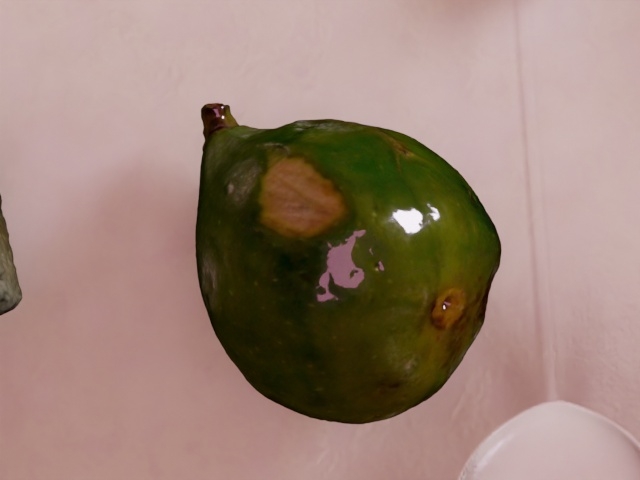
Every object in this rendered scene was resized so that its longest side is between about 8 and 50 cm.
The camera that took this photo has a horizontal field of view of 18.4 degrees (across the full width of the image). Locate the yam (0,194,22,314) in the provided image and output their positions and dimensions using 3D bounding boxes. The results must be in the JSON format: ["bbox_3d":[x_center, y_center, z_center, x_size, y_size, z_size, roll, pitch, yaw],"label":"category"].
[{"bbox_3d":[-0.350,0.008,1.279,0.300,0.195,0.195,-22,89,-1],"label":"yam"}]

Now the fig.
[{"bbox_3d":[0.000,0.000,1.307,0.195,0.195,0.245,-47,54,-1],"label":"fig"}]
